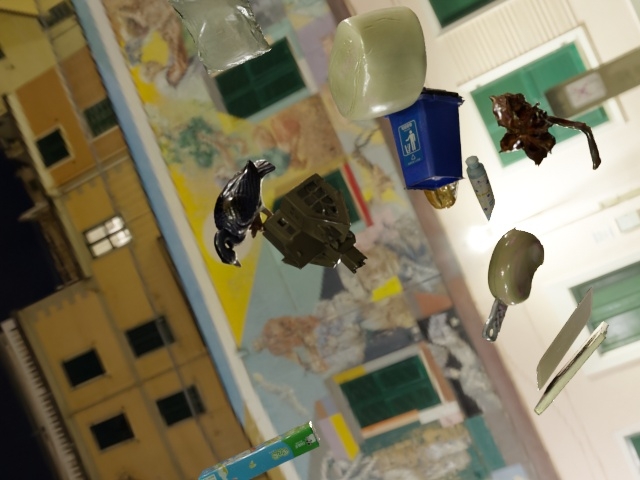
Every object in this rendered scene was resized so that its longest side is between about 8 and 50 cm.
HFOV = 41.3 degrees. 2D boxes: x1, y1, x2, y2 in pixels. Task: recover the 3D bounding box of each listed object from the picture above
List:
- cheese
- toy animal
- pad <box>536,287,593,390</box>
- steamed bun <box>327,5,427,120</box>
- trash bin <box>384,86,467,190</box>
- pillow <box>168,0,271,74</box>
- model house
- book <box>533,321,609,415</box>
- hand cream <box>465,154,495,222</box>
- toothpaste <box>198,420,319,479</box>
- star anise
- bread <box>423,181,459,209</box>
[{"bbox_3d":[0.454,0.112,2.059,0.163,0.082,0.286,32,-104,-43],"label":"cheese"},{"bbox_3d":[-0.200,-0.077,2.247,0.185,0.122,0.298,16,-94,-49],"label":"toy animal"},{"bbox_3d":[0.615,0.248,2.132,0.002,0.266,0.176,30,160,30],"label":"pad"},{"bbox_3d":[0.125,-0.375,1.858,0.155,0.200,0.250,51,150,41],"label":"steamed bun"},{"bbox_3d":[0.276,-0.251,2.117,0.184,0.162,0.234,-1,-102,-33],"label":"trash bin"},{"bbox_3d":[-0.197,-0.426,1.670,0.229,0.148,0.050,63,-175,-59],"label":"pillow"},{"bbox_3d":[0.000,0.000,2.141,0.243,0.211,0.204,42,-120,14],"label":"model house"},{"bbox_3d":[0.561,0.277,1.882,0.021,0.217,0.310,40,-168,16],"label":"book"},{"bbox_3d":[0.368,-0.121,1.935,0.170,0.043,0.065,61,-138,-39],"label":"hand cream"},{"bbox_3d":[-0.131,0.470,1.826,0.065,0.267,0.050,73,172,-88],"label":"toothpaste"},{"bbox_3d":[0.578,-0.281,2.237,0.148,0.346,0.237,-53,-16,-27],"label":"star anise"},{"bbox_3d":[0.337,-0.174,2.363,0.114,0.083,0.211,63,-153,-21],"label":"bread"}]
